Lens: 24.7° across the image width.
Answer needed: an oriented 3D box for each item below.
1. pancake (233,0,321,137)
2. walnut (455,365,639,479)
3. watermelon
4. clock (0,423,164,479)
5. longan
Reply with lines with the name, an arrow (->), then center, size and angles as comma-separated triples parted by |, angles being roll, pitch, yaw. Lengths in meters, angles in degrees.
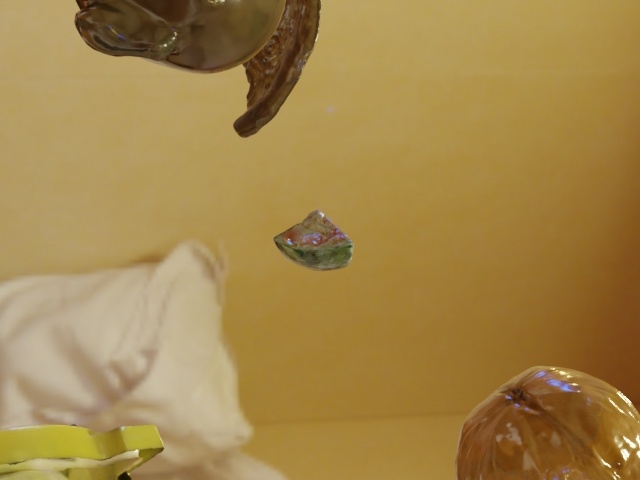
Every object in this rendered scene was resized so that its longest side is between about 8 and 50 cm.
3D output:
pancake -> -0.069, -0.189, 1.322 | 0.190, 0.020, 0.184 | 21, -90, 48
walnut -> 0.235, 0.234, 1.414 | 0.221, 0.195, 0.195 | 61, -5, -10
watermelon -> 0.000, 0.000, 1.473 | 0.085, 0.085, 0.061 | 143, -47, -78
clock -> -0.299, 0.232, 1.256 | 0.293, 0.277, 0.071 | -46, -125, 31
longan -> -0.068, -0.123, 0.684 | 0.119, 0.106, 0.106 | -56, 163, -40
